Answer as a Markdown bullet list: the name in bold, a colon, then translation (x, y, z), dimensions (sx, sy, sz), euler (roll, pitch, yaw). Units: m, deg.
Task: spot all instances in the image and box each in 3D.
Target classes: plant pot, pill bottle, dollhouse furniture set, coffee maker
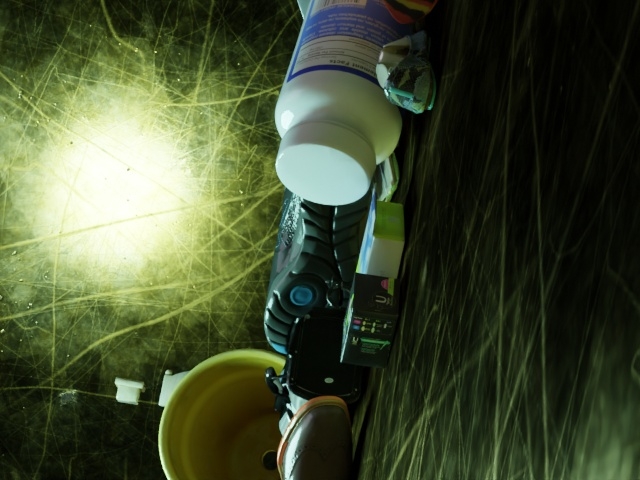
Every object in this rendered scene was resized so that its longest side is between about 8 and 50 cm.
- **plant pot**: translation (-0.091, 0.314, 1.923), dimensions (0.239, 0.254, 0.254), euler (65, -149, -68)
- **pill bottle**: translation (0.032, -0.180, 1.533), dimensions (0.152, 0.152, 0.272), euler (103, -179, -56)
- **dollhouse furniture set**: translation (0.094, -0.124, 1.645), dimensions (0.076, 0.059, 0.151), euler (124, 137, -67)
- **dollhouse furniture set**: translation (-0.160, 0.245, 2.238), dimensions (0.303, 0.356, 0.173), euler (104, 175, -73)
- **coffee maker**: translation (0.008, 0.172, 1.688), dimensions (0.171, 0.120, 0.178), euler (-55, -9, -28)

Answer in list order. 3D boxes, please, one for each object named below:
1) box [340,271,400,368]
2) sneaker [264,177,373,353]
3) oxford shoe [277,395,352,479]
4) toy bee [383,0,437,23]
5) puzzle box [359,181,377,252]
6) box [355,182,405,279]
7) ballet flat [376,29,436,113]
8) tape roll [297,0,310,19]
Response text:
- **box**: translation (0.054, 0.087, 1.385), dimensions (0.062, 0.052, 0.083), euler (-84, 3, -51)
- **sneaker**: translation (0.000, 0.000, 1.735), dimensions (0.139, 0.125, 0.340), euler (-104, 25, -60)
- **oxford shoe**: translation (0.001, 0.314, 1.549), dimensions (0.098, 0.097, 0.271), euler (-123, 34, -57)
- **toy bee**: translation (0.062, -0.372, 1.387), dimensions (0.162, 0.298, 0.195), euler (-28, 56, 30)
- **puzzle box**: translation (0.070, -0.136, 1.937), dimensions (0.272, 0.052, 0.408), euler (108, 171, -80)
- **box**: translation (0.063, 0.036, 1.466), dimensions (0.109, 0.042, 0.178), euler (-86, 7, -66)
- **ballet flat**: translation (0.094, -0.196, 1.427), dimensions (0.188, 0.070, 0.070), euler (-85, 5, -68)
- **tape roll**: translation (0.003, -0.380, 1.903), dimensions (0.219, 0.072, 0.219), euler (-17, -90, -84)
